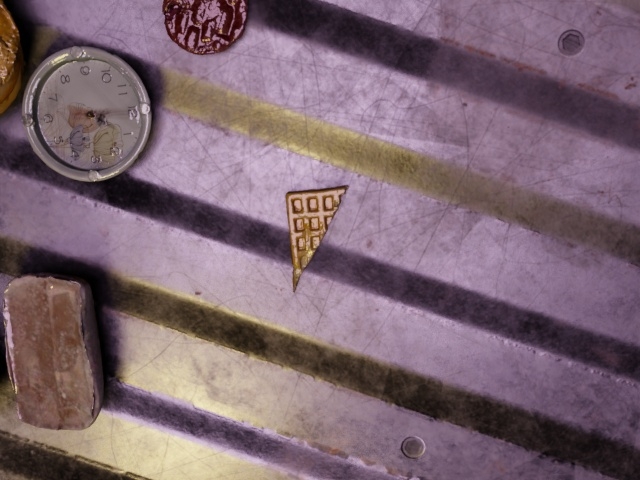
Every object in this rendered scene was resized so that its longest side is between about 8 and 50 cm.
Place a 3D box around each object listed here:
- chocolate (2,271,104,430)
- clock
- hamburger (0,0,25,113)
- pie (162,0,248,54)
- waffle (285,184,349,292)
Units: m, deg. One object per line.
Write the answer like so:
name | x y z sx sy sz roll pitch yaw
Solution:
chocolate | -0.489 0.203 1.235 0.185 0.100 0.303 0 98 14
clock | -0.411 -0.224 1.174 0.237 0.053 0.236 0 98 3
hamburger | -0.641 -0.333 1.114 0.319 0.158 0.318 1 100 3
pie | -0.199 -0.394 1.141 0.154 0.038 0.153 0 102 0
waffle | 0.000 0.000 1.207 0.125 0.032 0.190 -6 102 2
